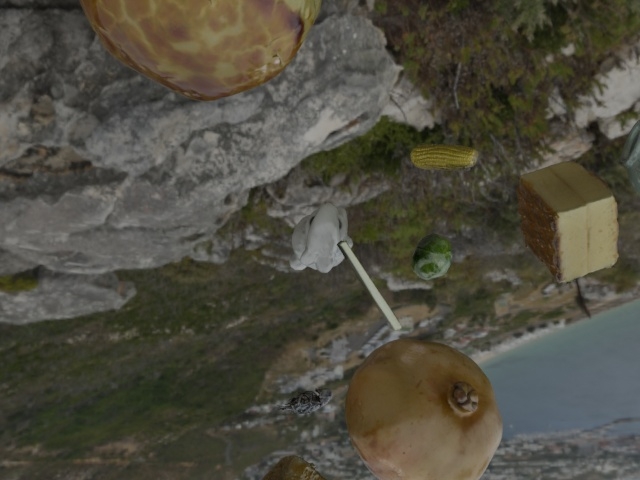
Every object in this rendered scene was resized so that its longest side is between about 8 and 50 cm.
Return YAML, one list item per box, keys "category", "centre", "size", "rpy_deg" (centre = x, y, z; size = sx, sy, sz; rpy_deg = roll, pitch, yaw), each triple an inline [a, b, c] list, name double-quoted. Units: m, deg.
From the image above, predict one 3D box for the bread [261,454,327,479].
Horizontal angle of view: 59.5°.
- category: "bread"
  centre: [-0.090, 0.771, 1.658]
  size: [0.195, 0.246, 0.176]
  rpy_deg: [47, 139, -12]

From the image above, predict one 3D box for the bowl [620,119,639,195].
- category: "bowl"
  centre: [0.826, -0.220, 1.357]
  size: [0.146, 0.313, 0.313]
  rpy_deg: [21, 157, 11]

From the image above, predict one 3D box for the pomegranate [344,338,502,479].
- category: "pomegranate"
  centre: [0.272, 0.449, 1.439]
  size: [0.412, 0.411, 0.411]
  rpy_deg: [-2, 154, -1]

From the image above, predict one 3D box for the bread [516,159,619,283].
- category: "bread"
  centre: [0.758, -0.066, 1.731]
  size: [0.207, 0.279, 0.279]
  rpy_deg: [-19, 121, 4]

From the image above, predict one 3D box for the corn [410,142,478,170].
- category: "corn"
  centre: [0.331, -0.224, 1.508]
  size: [0.203, 0.072, 0.072]
  rpy_deg: [12, 171, 47]

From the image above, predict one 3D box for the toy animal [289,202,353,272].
- category: "toy animal"
  centre: [0.000, 0.000, 1.763]
  size: [0.194, 0.257, 0.357]
  rpy_deg: [32, 180, 3]

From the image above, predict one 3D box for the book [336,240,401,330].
- category: "book"
  centre: [0.104, 0.094, 1.300]
  size: [0.021, 0.217, 0.310]
  rpy_deg: [-33, 179, 0]

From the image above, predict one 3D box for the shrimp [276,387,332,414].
- category: "shrimp"
  centre: [-0.045, 0.457, 1.579]
  size: [0.165, 0.056, 0.065]
  rpy_deg: [-7, 124, -24]

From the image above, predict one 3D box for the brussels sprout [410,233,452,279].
- category: "brussels sprout"
  centre: [0.342, 0.054, 1.710]
  size: [0.117, 0.155, 0.155]
  rpy_deg: [23, 174, 39]

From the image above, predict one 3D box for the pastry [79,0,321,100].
- category: "pastry"
  centre: [-0.181, -0.387, 0.841]
  size: [0.389, 0.312, 0.388]
  rpy_deg: [-3, 162, -1]
